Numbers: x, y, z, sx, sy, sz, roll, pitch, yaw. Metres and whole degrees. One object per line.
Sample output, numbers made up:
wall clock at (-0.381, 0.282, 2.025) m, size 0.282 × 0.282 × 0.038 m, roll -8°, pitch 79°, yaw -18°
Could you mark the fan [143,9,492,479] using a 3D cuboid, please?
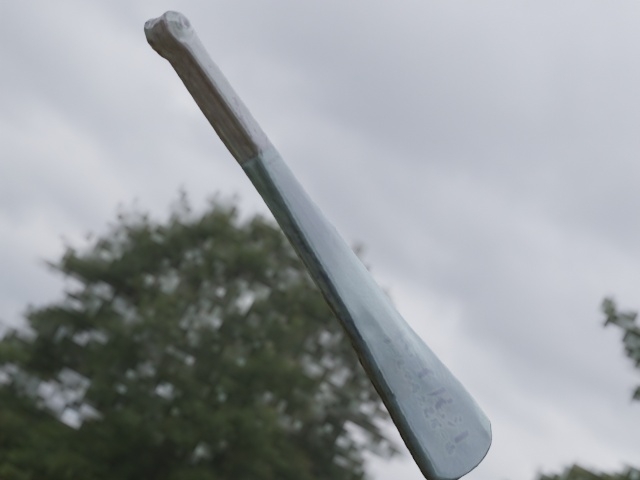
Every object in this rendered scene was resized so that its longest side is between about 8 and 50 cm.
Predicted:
fan at (0.000, 0.000, 0.947) m, size 0.023 × 0.057 × 0.282 m, roll -30°, pitch -86°, yaw 49°
